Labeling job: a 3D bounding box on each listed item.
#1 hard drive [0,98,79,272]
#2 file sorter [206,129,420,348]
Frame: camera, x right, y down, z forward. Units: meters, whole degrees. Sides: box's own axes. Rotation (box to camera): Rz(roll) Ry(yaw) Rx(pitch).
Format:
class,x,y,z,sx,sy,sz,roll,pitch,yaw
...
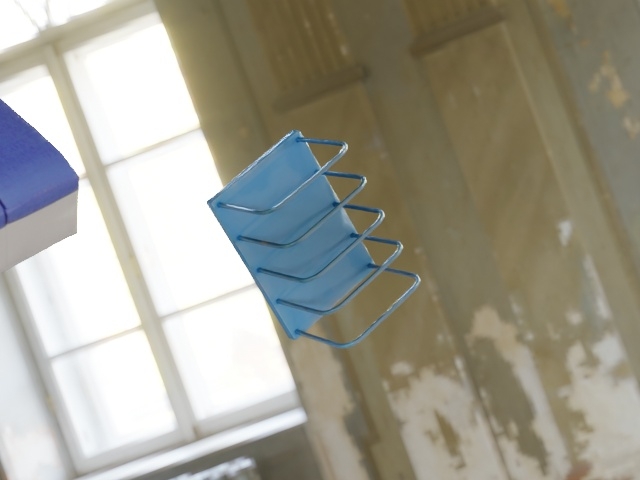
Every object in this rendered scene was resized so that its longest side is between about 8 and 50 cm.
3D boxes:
class,x,y,z,sx,sy,sz,roll,pitch,yaw
hard drive,-0.266,-0.003,0.418,0.319,0.210,0.040,-32,-32,-36
file sorter,0.000,0.000,1.295,0.118,0.170,0.104,-42,27,-23
